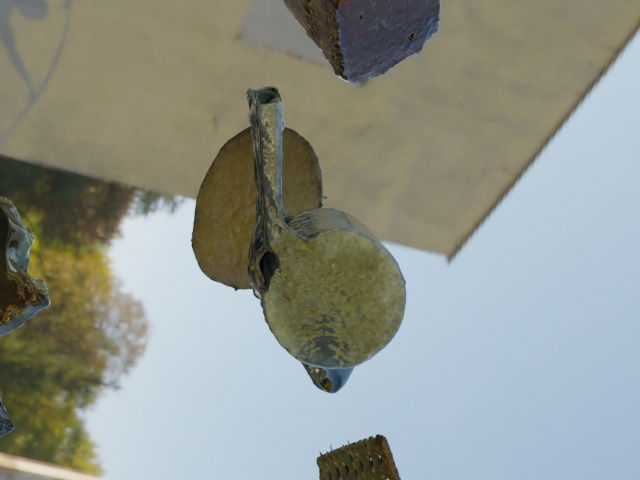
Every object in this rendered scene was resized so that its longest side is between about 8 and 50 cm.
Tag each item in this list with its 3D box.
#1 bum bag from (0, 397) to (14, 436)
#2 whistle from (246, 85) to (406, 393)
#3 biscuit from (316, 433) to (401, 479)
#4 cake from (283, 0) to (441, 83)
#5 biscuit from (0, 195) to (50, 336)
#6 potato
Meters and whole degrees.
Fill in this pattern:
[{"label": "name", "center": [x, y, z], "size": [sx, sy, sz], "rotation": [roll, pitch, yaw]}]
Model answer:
[{"label": "bum bag", "center": [-0.536, 0.281, 1.559], "size": [0.069, 0.102, 0.248], "rotation": [-26, -171, 38]}, {"label": "whistle", "center": [-0.032, 0.002, 1.450], "size": [0.188, 0.405, 0.168], "rotation": [-34, -166, 0]}, {"label": "biscuit", "center": [0.044, 0.299, 1.249], "size": [0.203, 0.016, 0.144], "rotation": [-35, -108, 57]}, {"label": "cake", "center": [0.034, -0.417, 1.702], "size": [0.293, 0.196, 0.199], "rotation": [52, -11, 28]}, {"label": "biscuit", "center": [-0.569, 0.046, 1.808], "size": [0.329, 0.335, 0.078], "rotation": [-65, 149, -25]}, {"label": "potato", "center": [-0.092, -0.050, 1.932], "size": [0.116, 0.239, 0.299], "rotation": [21, 83, -64]}]
